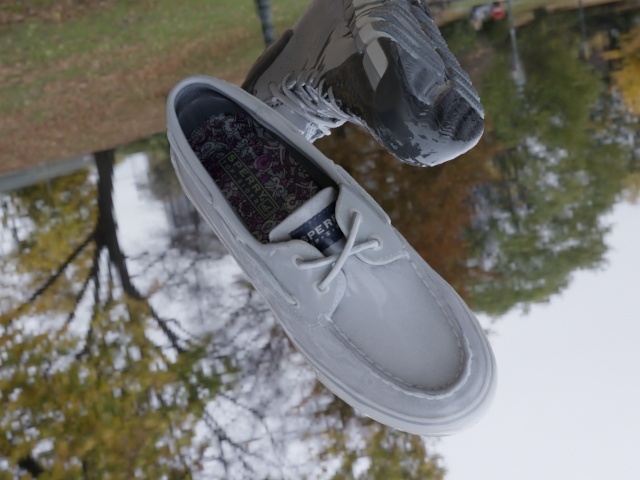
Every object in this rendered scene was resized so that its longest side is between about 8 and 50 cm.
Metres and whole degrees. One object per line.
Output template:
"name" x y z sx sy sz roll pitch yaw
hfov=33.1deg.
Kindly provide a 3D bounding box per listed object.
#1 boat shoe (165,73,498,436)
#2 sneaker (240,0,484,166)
"boat shoe" 0.000 0.000 0.433 0.066 0.184 0.063 -35 157 -5
"sneaker" 0.011 -0.076 0.614 0.132 0.086 0.229 -41 -155 20
